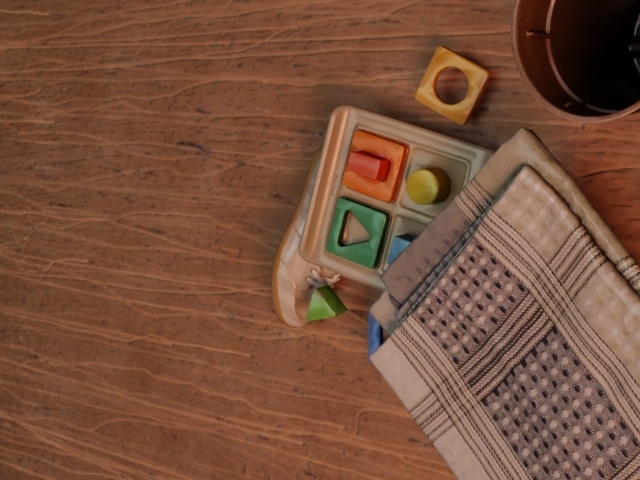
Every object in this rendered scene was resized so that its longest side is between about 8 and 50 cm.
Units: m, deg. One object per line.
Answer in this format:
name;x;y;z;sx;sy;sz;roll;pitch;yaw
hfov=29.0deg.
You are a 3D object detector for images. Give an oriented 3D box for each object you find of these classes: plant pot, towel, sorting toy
plant pot;0.277;-0.179;1.059;0.167;0.165;0.167;1;92;43
towel;0.184;0.109;1.135;0.324;0.056;0.312;57;139;21
sorting toy;0.076;-0.034;1.296;0.196;0.047;0.348;20;105;23

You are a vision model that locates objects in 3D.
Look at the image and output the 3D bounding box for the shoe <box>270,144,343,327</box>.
shoe;0.000;0.000;1.390;0.058;0.076;0.219;28;107;46
